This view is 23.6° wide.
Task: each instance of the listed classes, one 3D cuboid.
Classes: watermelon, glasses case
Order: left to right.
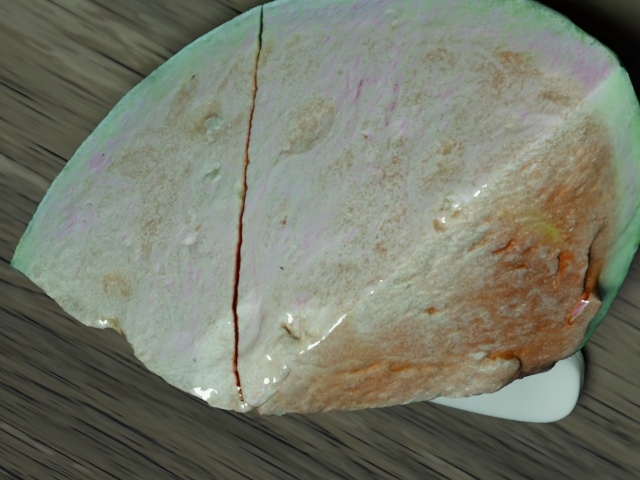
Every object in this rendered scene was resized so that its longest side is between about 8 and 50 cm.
[{"bbox_3d":[0.027,-0.003,0.957,0.222,0.319,0.292,40,180,-45],"label":"watermelon"},{"bbox_3d":[0.088,0.077,1.070,0.193,0.049,0.074,14,129,17],"label":"glasses case"}]
